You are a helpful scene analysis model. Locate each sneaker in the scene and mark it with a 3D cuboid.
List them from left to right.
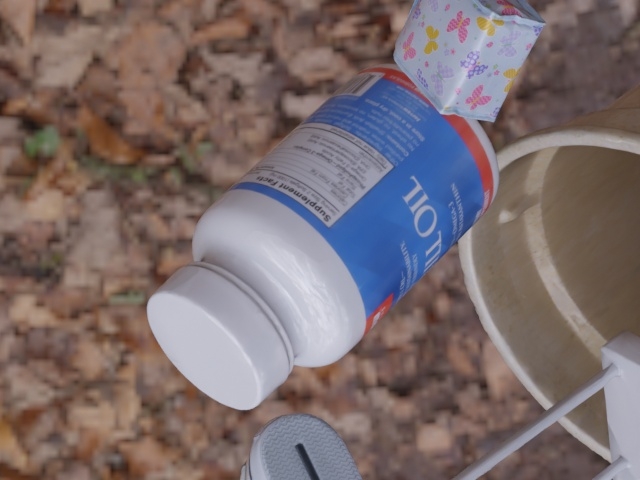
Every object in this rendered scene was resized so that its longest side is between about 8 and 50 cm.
[{"bbox_3d":[0.020,0.241,1.269,0.094,0.258,0.091,-15,164,-18],"label":"sneaker"}]

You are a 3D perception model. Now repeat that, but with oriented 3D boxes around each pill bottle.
[{"bbox_3d":[0.000,0.000,1.166,0.124,0.221,0.124,33,149,22],"label":"pill bottle"}]

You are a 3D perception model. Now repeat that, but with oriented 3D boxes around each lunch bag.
[{"bbox_3d":[0.081,-0.120,1.083,0.053,0.083,0.071,4,123,-37],"label":"lunch bag"}]

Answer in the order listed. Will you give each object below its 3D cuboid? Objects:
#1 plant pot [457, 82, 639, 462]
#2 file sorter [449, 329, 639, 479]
[{"bbox_3d":[0.324,-0.025,1.395,0.334,0.305,0.334,30,144,24],"label":"plant pot"},{"bbox_3d":[0.176,0.230,0.954,0.173,0.193,0.277,-31,129,-28],"label":"file sorter"}]
